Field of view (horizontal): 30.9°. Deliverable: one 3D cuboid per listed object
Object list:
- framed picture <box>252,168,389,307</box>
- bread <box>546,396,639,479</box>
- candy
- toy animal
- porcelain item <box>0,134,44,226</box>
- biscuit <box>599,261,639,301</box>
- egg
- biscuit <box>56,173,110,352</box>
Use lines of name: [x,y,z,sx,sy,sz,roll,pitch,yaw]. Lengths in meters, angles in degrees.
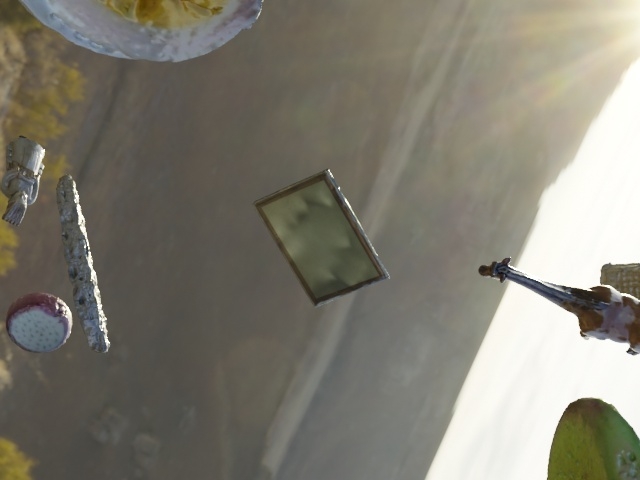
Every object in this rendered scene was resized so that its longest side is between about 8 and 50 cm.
framed picture: [0.000,0.000,2.077,0.173,0.231,0.010,-22,-164,30]
bread: [0.297,0.314,1.220,0.301,0.045,0.301,174,-90,-81]
candy: [-0.441,0.130,1.814,0.043,0.103,0.103,-93,-161,-55]
toy animal: [0.314,0.079,1.394,0.229,0.224,0.066,39,67,-64]
porcelain item: [-0.580,-0.114,2.241,0.054,0.084,0.213,-48,-150,30]
biscuit: [0.733,0.098,2.135,0.078,0.426,0.144,-22,106,-74]
egg: [-0.230,-0.468,1.553,0.354,0.354,0.340,102,-6,-59]
biscuit: [-0.349,0.055,1.706,0.141,0.038,0.290,93,-18,-59]
